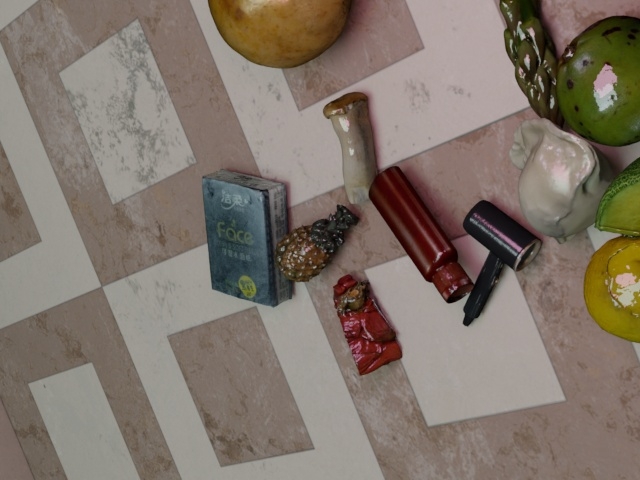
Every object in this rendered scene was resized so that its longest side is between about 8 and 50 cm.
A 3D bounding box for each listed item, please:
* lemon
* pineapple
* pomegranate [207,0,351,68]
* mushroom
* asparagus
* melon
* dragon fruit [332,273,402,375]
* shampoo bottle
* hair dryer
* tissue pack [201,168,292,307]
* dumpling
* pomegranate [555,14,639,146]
[{"bbox_3d":[0.488,0.071,1.778,0.193,0.181,0.180,-141,41,-71],"label":"lemon"},{"bbox_3d":[0.000,0.000,2.262,0.198,0.108,0.108,-39,79,30],"label":"pineapple"},{"bbox_3d":[-0.071,-0.432,2.052,0.260,0.260,0.260,17,117,37],"label":"pomegranate"},{"bbox_3d":[0.062,-0.168,2.149,0.071,0.084,0.209,19,124,60],"label":"mushroom"},{"bbox_3d":[0.332,-0.308,1.850,0.080,0.080,0.287,-17,96,44],"label":"asparagus"},{"bbox_3d":[0.535,-0.087,1.660,0.265,0.129,0.169,8,151,17],"label":"melon"},{"bbox_3d":[0.089,0.156,2.273,0.092,0.122,0.192,-21,88,5],"label":"dragon fruit"},{"bbox_3d":[0.179,-0.007,2.073,0.260,0.064,0.102,57,152,25],"label":"shampoo bottle"},{"bbox_3d":[0.283,0.055,2.050,0.128,0.070,0.255,42,134,23],"label":"hair dryer"},{"bbox_3d":[-0.150,-0.007,2.397,0.185,0.081,0.257,13,116,38],"label":"tissue pack"},{"bbox_3d":[0.372,-0.104,1.847,0.193,0.147,0.258,58,165,20],"label":"dumpling"},{"bbox_3d":[0.461,-0.219,1.708,0.248,0.202,0.202,31,132,-9],"label":"pomegranate"}]
